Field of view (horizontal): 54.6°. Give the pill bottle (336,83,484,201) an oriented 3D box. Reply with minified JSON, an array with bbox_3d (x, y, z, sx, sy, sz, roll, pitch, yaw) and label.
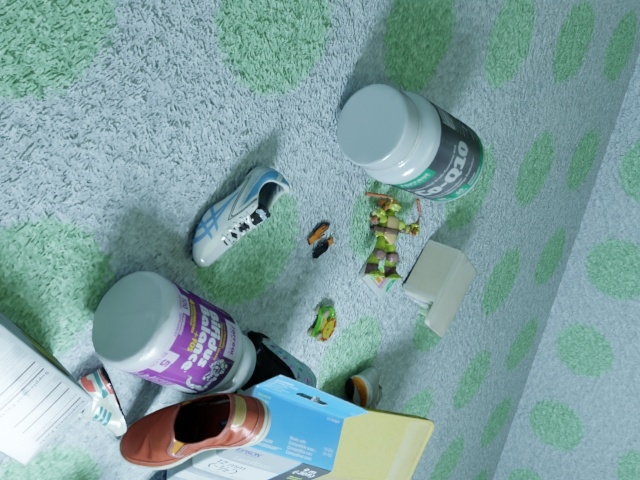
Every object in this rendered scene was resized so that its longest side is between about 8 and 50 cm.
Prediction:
[{"bbox_3d":[0.206,-0.212,1.387,0.361,0.204,0.204,10,104,-52],"label":"pill bottle"}]

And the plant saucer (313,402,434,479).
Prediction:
[{"bbox_3d":[0.112,0.595,1.764,0.333,0.081,0.332,13,112,-13],"label":"plant saucer"}]

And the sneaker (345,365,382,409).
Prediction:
[{"bbox_3d":[0.140,0.489,1.842,0.121,0.099,0.262,-28,133,-43],"label":"sneaker"}]

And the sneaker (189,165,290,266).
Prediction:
[{"bbox_3d":[-0.152,-0.043,1.164,0.237,0.086,0.085,-50,144,-14],"label":"sneaker"}]

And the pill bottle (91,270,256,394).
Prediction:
[{"bbox_3d":[-0.246,0.183,1.121,0.169,0.169,0.301,-57,143,-7],"label":"pill bottle"}]

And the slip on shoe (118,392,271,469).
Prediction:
[{"bbox_3d":[-0.250,0.341,1.138,0.101,0.331,0.123,42,39,-45],"label":"slip on shoe"}]

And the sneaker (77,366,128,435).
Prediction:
[{"bbox_3d":[-0.401,0.300,1.115,0.075,0.057,0.161,-21,130,-21],"label":"sneaker"}]

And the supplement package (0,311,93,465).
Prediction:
[{"bbox_3d":[-0.469,0.188,0.883,0.134,0.139,0.244,-46,142,-19],"label":"supplement package"}]

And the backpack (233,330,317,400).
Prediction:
[{"bbox_3d":[-0.100,0.298,1.358,0.115,0.182,0.152,11,103,-52],"label":"backpack"}]

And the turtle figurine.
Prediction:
[{"bbox_3d":[0.160,-0.017,1.549,0.269,0.087,0.217,15,83,-55],"label":"turtle figurine"}]

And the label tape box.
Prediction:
[{"bbox_3d":[-0.108,0.412,1.260,0.348,0.115,0.249,-33,133,33],"label":"label tape box"}]

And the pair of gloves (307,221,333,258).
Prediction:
[{"bbox_3d":[0.000,0.000,1.435,0.074,0.010,0.083,-42,142,-27],"label":"pair of gloves"}]

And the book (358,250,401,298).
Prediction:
[{"bbox_3d":[0.159,0.089,1.668,0.096,0.035,0.144,-52,144,-7],"label":"book"}]

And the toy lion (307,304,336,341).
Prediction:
[{"bbox_3d":[0.013,0.211,1.569,0.096,0.034,0.100,-2,113,-57],"label":"toy lion"}]

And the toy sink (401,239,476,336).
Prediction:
[{"bbox_3d":[0.336,0.141,1.827,0.234,0.131,0.153,-62,144,-9],"label":"toy sink"}]
